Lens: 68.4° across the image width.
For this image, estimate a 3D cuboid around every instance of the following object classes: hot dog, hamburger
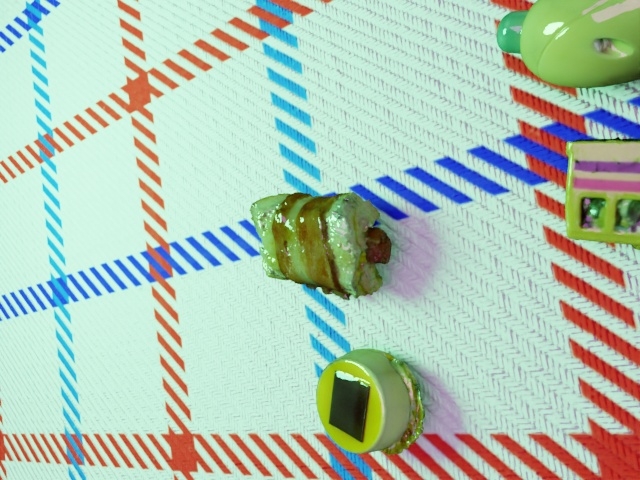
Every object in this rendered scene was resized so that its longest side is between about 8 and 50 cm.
[{"bbox_3d":[0.000,0.000,0.626,0.213,0.103,0.146,14,117,41],"label":"hot dog"},{"bbox_3d":[0.064,0.199,0.587,0.141,0.081,0.126,-12,80,43],"label":"hamburger"}]

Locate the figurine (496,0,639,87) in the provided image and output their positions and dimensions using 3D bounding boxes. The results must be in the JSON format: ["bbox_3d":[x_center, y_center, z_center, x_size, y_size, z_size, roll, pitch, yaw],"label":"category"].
[{"bbox_3d":[0.315,-0.286,0.425,0.222,0.124,0.324,46,108,28],"label":"figurine"}]

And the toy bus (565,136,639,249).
[{"bbox_3d":[0.383,-0.042,0.372,0.335,0.121,0.123,8,102,32],"label":"toy bus"}]
